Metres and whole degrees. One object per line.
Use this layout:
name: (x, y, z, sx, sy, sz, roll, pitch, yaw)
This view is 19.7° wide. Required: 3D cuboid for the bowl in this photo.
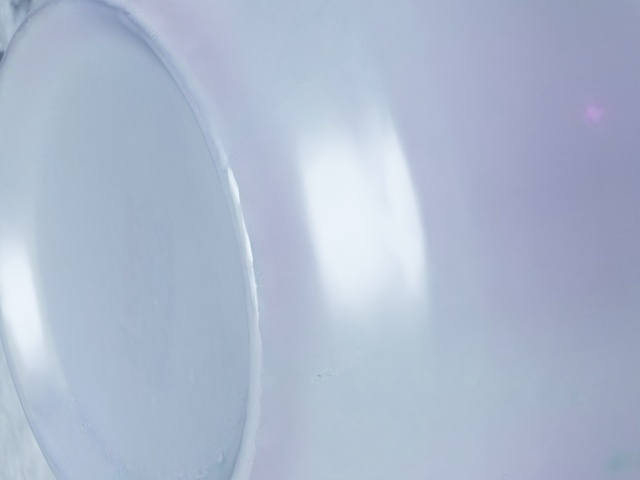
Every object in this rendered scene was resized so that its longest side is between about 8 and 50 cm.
bowl: (0.000, 0.000, 0.528, 0.287, 0.143, 0.287, 23, 118, 53)
